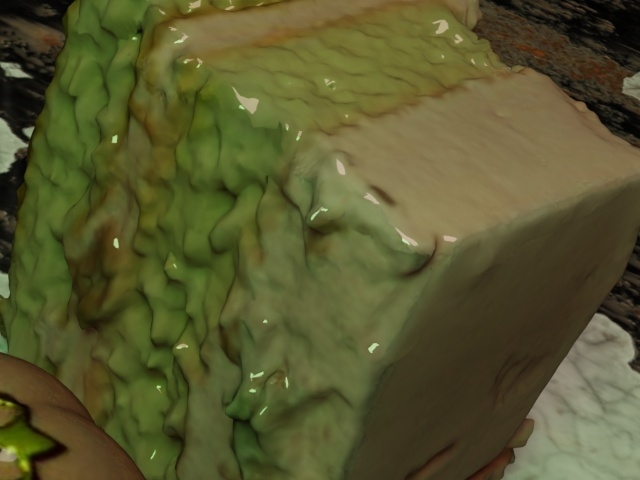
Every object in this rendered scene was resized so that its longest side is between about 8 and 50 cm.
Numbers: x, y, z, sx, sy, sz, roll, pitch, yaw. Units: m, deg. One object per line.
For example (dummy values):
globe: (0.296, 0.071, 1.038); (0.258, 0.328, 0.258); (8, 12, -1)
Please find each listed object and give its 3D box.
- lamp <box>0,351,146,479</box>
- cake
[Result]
lamp: (-0.216, 0.151, 0.628); (0.305, 0.240, 0.305); (8, 34, -5)
cake: (0.000, 0.000, 0.867); (0.293, 0.314, 0.307); (-18, 47, -41)
